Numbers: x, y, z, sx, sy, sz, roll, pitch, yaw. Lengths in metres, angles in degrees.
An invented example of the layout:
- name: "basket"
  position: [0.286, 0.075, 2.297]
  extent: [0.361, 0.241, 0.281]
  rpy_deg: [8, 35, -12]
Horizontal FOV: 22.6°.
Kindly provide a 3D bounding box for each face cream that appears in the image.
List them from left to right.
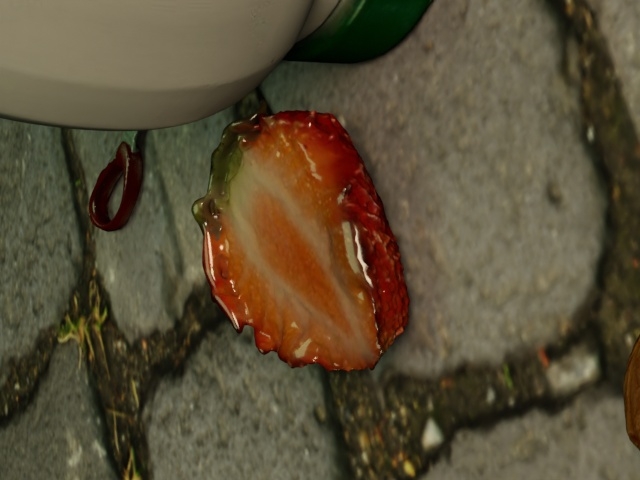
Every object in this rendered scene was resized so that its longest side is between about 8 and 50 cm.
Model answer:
- name: "face cream"
  position: [-0.123, -0.204, 0.864]
  extent: [0.219, 0.357, 0.312]
  rpy_deg: [-43, 56, 48]

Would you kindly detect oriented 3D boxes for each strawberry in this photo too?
- name: "strawberry"
  position: [0.000, 0.000, 0.942]
  extent: [0.187, 0.082, 0.146]
  rpy_deg: [53, 139, 33]

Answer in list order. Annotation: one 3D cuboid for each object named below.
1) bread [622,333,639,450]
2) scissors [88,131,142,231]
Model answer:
- name: "bread"
  position: [0.174, 0.066, 0.702]
  extent: [0.085, 0.053, 0.085]
  rpy_deg: [-177, 90, -68]
- name: "scissors"
  position: [-0.125, -0.115, 1.185]
  extent: [0.248, 0.017, 0.144]
  rpy_deg: [-38, 61, 49]
